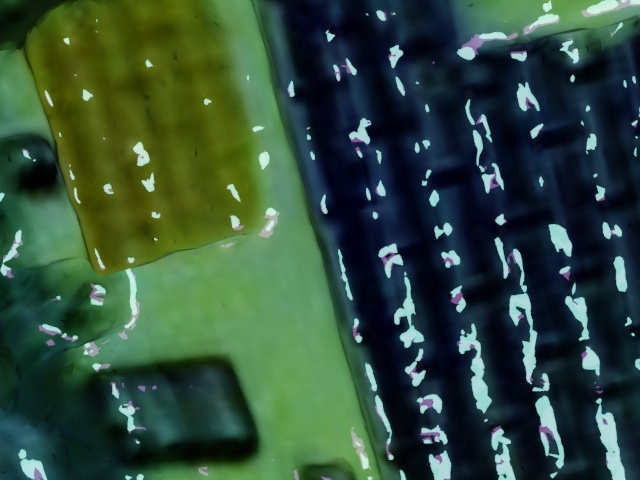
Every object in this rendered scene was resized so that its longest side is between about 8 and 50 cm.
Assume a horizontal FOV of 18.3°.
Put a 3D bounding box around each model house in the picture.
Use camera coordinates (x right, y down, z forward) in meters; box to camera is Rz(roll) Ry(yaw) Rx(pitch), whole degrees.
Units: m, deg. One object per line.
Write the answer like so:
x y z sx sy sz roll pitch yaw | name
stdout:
0.000 0.000 0.480 0.211 0.170 0.194 -7 104 31 | model house
